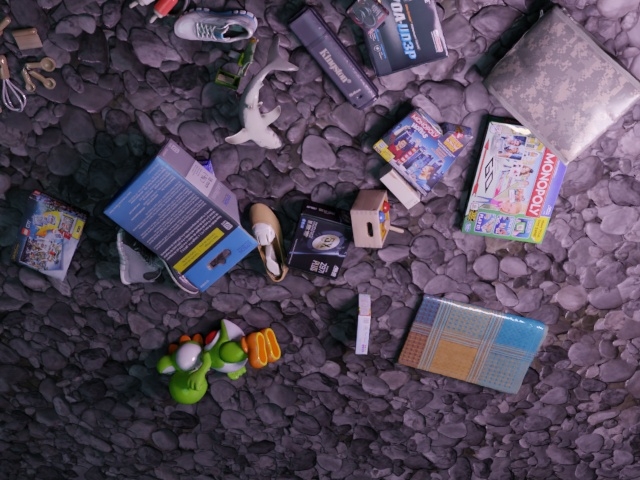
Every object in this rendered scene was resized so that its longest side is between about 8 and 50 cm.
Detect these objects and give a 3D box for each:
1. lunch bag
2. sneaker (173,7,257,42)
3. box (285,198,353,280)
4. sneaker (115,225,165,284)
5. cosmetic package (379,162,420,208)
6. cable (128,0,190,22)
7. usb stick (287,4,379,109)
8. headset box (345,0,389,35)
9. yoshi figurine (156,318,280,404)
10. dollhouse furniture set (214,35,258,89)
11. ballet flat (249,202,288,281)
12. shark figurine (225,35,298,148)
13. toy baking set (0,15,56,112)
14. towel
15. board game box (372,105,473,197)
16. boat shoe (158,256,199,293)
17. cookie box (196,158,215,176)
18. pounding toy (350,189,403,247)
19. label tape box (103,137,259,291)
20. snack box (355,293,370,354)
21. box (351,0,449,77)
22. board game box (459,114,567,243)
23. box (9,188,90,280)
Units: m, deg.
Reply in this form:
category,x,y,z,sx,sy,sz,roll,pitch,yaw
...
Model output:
category,x,y,z,sx,sy,sz,roll,pitch,yaw
lunch bag,0.535,-0.347,1.699,0.287,0.169,0.235,46,116,7
sneaker,-0.239,-0.480,1.729,0.191,0.083,0.071,-4,127,0
box,0.000,0.000,2.031,0.147,0.077,0.180,16,123,-6
sneaker,-0.486,0.030,2.103,0.132,0.086,0.228,5,133,-3
cosmetic package,0.200,-0.141,1.933,0.041,0.060,0.115,-36,114,23
cable,-0.298,-0.589,1.684,0.287,0.072,0.139,-31,120,22
usb stick,0.032,-0.422,1.776,0.077,0.045,0.278,-33,115,22
headset box,0.105,-0.494,1.669,0.083,0.032,0.062,40,119,-16
yoshi figurine,-0.306,0.379,2.241,0.362,0.203,0.203,-15,127,18
dollhouse furniture set,-0.196,-0.411,1.769,0.059,0.076,0.152,19,154,-15
ballet flat,-0.135,0.010,2.053,0.080,0.073,0.232,-12,121,14
shark figurine,-0.163,-0.339,1.822,0.166,0.116,0.278,-13,137,-26
toy baking set,-0.762,-0.417,1.863,0.256,0.030,0.196,-27,116,21
towel,0.434,0.298,2.208,0.370,0.040,0.271,15,122,-2
board game box,0.262,-0.236,1.866,0.194,0.060,0.194,-39,111,24
boat shoe,-0.384,0.060,2.109,0.065,0.075,0.206,-24,113,23
cookie box,-0.318,-0.151,1.986,0.092,0.040,0.107,-5,121,10
pounding toy,0.147,-0.049,1.967,0.100,0.130,0.141,2,124,18
label tape box,-0.344,-0.059,1.960,0.334,0.106,0.241,42,120,-18
snack box,0.119,0.235,2.158,0.037,0.100,0.141,4,122,2
box,0.176,-0.493,1.712,0.175,0.051,0.220,-13,120,14
board game box,0.487,-0.147,1.911,0.214,0.046,0.317,8,123,1
box,-0.749,-0.011,2.114,0.159,0.044,0.233,25,122,-10
